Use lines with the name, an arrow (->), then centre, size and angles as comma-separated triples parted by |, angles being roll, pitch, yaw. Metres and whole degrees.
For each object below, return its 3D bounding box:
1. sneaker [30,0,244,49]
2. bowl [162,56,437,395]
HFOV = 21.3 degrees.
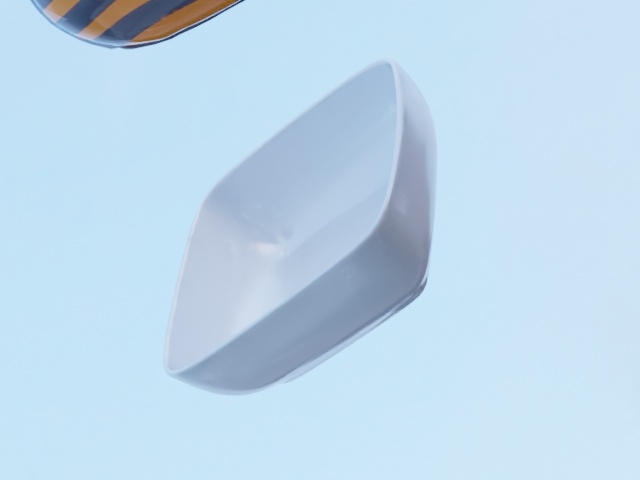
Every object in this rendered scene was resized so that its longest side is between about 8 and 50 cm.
sneaker -> 0.004, -0.162, 0.486 | 0.125, 0.180, 0.321 | 38, -67, -13
bowl -> 0.000, 0.000, 0.755 | 0.053, 0.142, 0.142 | 38, -57, -24
